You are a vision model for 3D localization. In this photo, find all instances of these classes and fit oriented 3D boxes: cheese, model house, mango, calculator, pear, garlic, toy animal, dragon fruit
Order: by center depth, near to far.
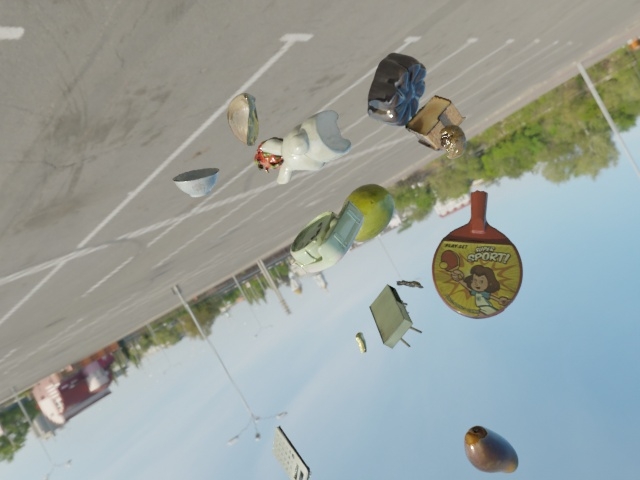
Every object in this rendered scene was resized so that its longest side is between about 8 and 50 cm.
[{"bbox_3d":[-0.251,-0.406,1.604,0.087,0.101,0.195,-38,155,-32],"label":"garlic"},{"bbox_3d":[0.555,0.697,1.632,0.111,0.268,0.133,-12,-132,52],"label":"mango"},{"bbox_3d":[0.155,0.379,1.848,0.030,0.083,0.044,-14,-159,16],"label":"cheese"},{"bbox_3d":[-0.078,-0.356,1.930,0.241,0.196,0.368,-23,-176,-37],"label":"toy animal"},{"bbox_3d":[0.482,-0.459,2.010,0.183,0.172,0.166,-50,-146,6],"label":"model house"},{"bbox_3d":[-0.121,0.900,2.020,0.021,0.161,0.262,-7,-153,-34],"label":"calculator"},{"bbox_3d":[-0.209,-0.383,2.261,0.172,0.166,0.160,1,-149,21],"label":"dragon fruit"},{"bbox_3d":[0.221,-0.129,2.418,0.307,0.253,0.253,-58,-178,-4],"label":"pear"}]

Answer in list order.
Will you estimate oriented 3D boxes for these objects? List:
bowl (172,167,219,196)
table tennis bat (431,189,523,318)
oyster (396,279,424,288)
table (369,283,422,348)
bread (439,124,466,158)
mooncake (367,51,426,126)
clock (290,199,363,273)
[{"bbox_3d":[-0.488,-0.225,1.981,0.189,0.085,0.189,-7,-158,3],"label":"bowl"},{"bbox_3d":[0.487,0.040,1.539,0.269,0.414,0.051,4,161,14],"label":"table tennis bat"},{"bbox_3d":[0.432,0.214,2.414,0.086,0.029,0.132,-5,-168,-37],"label":"oyster"},{"bbox_3d":[0.277,0.283,1.792,0.121,0.111,0.240,-55,-160,17],"label":"table"},{"bbox_3d":[0.441,-0.334,1.651,0.060,0.113,0.082,-10,165,-34],"label":"bread"},{"bbox_3d":[0.331,-0.641,2.131,0.306,0.154,0.305,-36,141,-37],"label":"mooncake"},{"bbox_3d":[0.000,0.000,1.862,0.324,0.109,0.265,-24,-151,48],"label":"clock"}]
